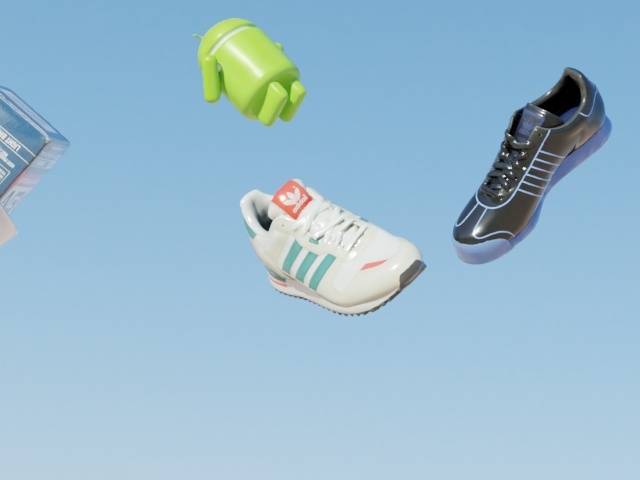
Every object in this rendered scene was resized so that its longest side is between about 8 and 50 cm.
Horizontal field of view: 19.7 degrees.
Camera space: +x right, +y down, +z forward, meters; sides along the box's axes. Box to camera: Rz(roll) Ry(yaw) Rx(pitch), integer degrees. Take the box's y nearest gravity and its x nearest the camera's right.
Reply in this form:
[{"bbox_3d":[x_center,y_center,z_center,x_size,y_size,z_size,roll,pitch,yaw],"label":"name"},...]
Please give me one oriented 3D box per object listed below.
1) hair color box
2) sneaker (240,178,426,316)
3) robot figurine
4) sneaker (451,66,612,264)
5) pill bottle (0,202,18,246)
[{"bbox_3d":[-0.429,-0.010,1.995,0.105,0.347,0.174,41,1,-1],"label":"hair color box"},{"bbox_3d":[0.000,0.000,1.204,0.161,0.057,0.075,10,-42,56],"label":"sneaker"},{"bbox_3d":[-0.065,-0.155,1.668,0.101,0.115,0.067,-19,-32,-45],"label":"robot figurine"},{"bbox_3d":[0.210,-0.082,1.926,0.081,0.232,0.090,28,-20,43],"label":"sneaker"},{"bbox_3d":[-0.410,0.019,1.560,0.283,0.160,0.160,-35,-10,-8],"label":"pill bottle"}]
